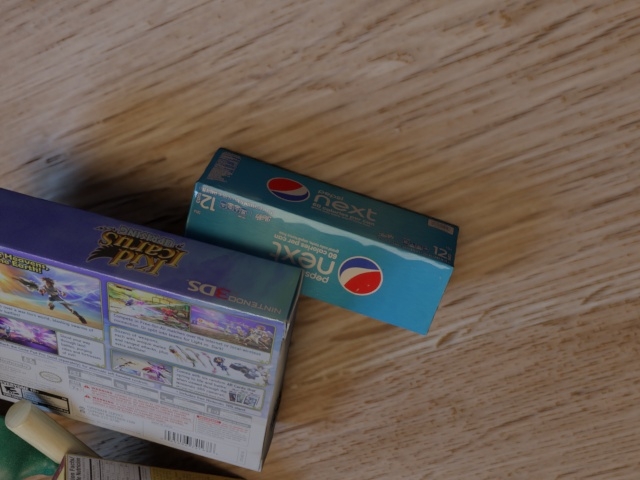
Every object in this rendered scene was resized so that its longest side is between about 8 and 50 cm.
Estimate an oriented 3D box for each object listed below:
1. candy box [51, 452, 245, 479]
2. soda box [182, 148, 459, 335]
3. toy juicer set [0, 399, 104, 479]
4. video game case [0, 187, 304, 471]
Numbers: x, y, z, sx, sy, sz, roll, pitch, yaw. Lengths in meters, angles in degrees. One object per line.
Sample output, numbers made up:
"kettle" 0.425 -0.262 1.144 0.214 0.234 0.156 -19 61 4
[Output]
"candy box" -0.173 0.268 0.956 0.186 0.053 0.109 16 124 -26
"soda box" 0.000 0.000 0.805 0.210 0.067 0.071 19 121 1
"toy juicer set" -0.349 0.183 0.951 0.328 0.090 0.209 -5 139 1
"video game case" -0.160 0.082 0.845 0.269 0.061 0.244 15 141 3
